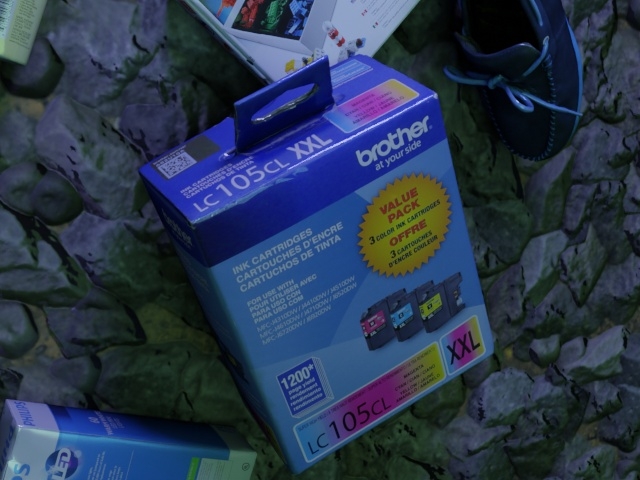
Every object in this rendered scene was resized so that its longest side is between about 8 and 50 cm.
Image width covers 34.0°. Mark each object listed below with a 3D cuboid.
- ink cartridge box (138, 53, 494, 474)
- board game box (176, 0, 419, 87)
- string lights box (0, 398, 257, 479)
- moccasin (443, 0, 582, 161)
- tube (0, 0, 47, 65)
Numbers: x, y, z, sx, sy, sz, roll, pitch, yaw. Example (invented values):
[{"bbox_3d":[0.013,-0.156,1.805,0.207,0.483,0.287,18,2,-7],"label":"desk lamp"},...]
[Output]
[{"bbox_3d":[0.000,0.000,1.045,0.270,0.151,0.395,-30,124,-15],"label":"ink cartridge box"},{"bbox_3d":[0.019,-0.293,1.059,0.305,0.053,0.193,-50,120,-5],"label":"board game box"},{"bbox_3d":[-0.210,0.254,1.096,0.259,0.077,0.133,13,98,-28],"label":"string lights box"},{"bbox_3d":[0.184,-0.220,1.097,0.117,0.137,0.342,-47,130,-34],"label":"moccasin"},{"bbox_3d":[-0.258,-0.278,0.935,0.070,0.062,0.240,9,98,-71],"label":"tube"}]
